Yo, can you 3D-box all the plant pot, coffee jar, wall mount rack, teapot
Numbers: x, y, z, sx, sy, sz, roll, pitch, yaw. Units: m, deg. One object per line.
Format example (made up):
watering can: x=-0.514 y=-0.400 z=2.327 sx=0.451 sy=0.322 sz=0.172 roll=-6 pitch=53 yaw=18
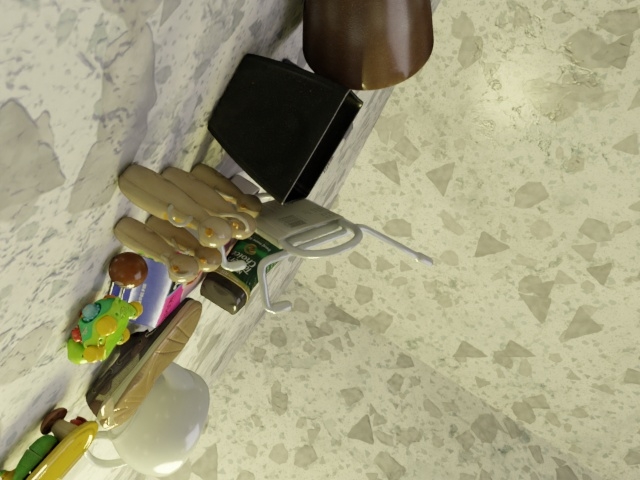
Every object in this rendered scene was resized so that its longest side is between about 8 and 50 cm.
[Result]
plant pot: x=-0.060 y=-0.181 z=0.899 sx=0.188 sy=0.167 sz=0.187 roll=-59 pitch=175 yaw=12
plant pot: x=0.065 y=-0.381 z=0.855 sx=0.215 sy=0.215 sz=0.230 roll=-56 pitch=159 yaw=-21
coffee jar: x=-0.156 y=0.058 z=1.163 sx=0.184 sy=0.096 sz=0.079 roll=-55 pitch=172 yaw=-37
wall mount rack: x=0.000 y=0.000 z=0.975 sx=0.304 sy=0.350 sz=0.130 roll=-18 pitch=114 yaw=-23
teapot: x=-0.379 y=0.379 z=1.267 sx=0.252 sy=0.187 sz=0.256 roll=-20 pitch=-133 yaw=51

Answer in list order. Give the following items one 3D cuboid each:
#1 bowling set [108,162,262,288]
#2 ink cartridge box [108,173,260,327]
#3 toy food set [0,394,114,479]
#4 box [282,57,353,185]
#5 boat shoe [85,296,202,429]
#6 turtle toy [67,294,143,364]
bowling set: x=-0.191 y=0.004 z=0.830 sx=0.200 sy=0.154 sz=0.287 roll=-59 pitch=175 yaw=15
ink cartridge box: x=-0.245 y=0.031 z=1.055 sx=0.371 sy=0.069 sz=0.176 roll=-48 pitch=171 yaw=-50
toy food set: x=-0.441 y=0.339 z=0.957 sx=0.218 sy=0.071 sz=0.128 roll=-50 pitch=168 yaw=-31
box: x=-0.035 y=-0.210 z=1.120 sx=0.163 sy=0.142 sz=0.247 roll=-58 pitch=175 yaw=1
boat shoe: x=-0.338 y=0.216 z=1.101 sx=0.285 sy=0.092 sz=0.103 roll=-55 pitch=162 yaw=-7
turtle toy: x=-0.322 y=0.131 z=0.844 sx=0.130 sy=0.066 sz=0.095 roll=-58 pitch=176 yaw=16
